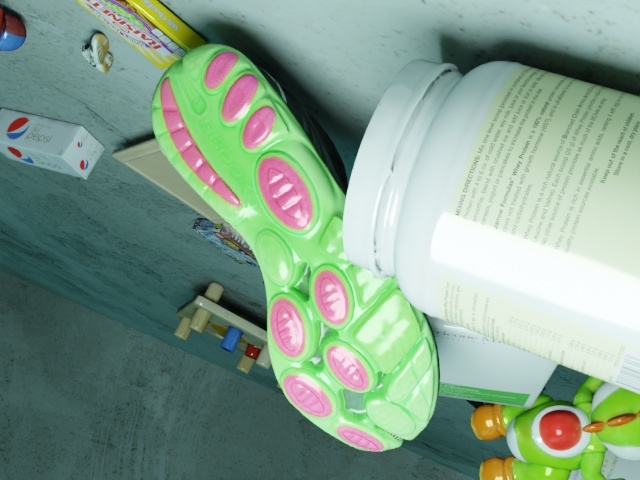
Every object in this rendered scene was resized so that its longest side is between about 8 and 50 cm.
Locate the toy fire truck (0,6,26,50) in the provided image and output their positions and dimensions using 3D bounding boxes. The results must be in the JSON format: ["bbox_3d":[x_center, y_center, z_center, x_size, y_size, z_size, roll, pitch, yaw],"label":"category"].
[{"bbox_3d":[-0.533,-0.303,1.202,0.254,0.169,0.302,9,177,-38],"label":"toy fire truck"}]

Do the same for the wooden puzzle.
[{"bbox_3d":[-0.206,-0.098,1.476,0.221,0.044,0.239,35,165,-26],"label":"wooden puzzle"}]

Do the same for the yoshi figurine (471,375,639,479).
[{"bbox_3d":[0.415,0.276,1.347,0.362,0.203,0.203,-27,107,42],"label":"yoshi figurine"}]

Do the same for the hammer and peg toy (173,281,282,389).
[{"bbox_3d":[-0.170,0.241,2.240,0.361,0.127,0.266,30,160,-11],"label":"hammer and peg toy"}]

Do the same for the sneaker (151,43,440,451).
[{"bbox_3d":[0.000,0.000,1.007,0.482,0.185,0.202,64,-159,0],"label":"sneaker"}]

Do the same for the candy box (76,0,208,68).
[{"bbox_3d":[-0.232,-0.271,1.035,0.206,0.027,0.105,37,163,-30],"label":"candy box"}]

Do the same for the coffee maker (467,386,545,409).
[{"bbox_3d":[0.277,0.228,1.587,0.171,0.120,0.178,12,159,42],"label":"coffee maker"}]

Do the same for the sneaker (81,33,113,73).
[{"bbox_3d":[-0.295,-0.245,1.187,0.037,0.031,0.083,26,162,2],"label":"sneaker"}]

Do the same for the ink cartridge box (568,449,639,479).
[{"bbox_3d":[0.550,0.489,1.676,0.385,0.279,0.160,10,157,44],"label":"ink cartridge box"}]

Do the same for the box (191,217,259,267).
[{"bbox_3d":[-0.164,0.006,1.723,0.094,0.027,0.137,7,155,49],"label":"box"}]

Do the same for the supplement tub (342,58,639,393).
[{"bbox_3d":[0.207,-0.018,0.784,0.325,0.235,0.235,20,161,19],"label":"supplement tub"}]

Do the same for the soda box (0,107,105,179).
[{"bbox_3d":[-0.487,-0.172,1.607,0.216,0.069,0.074,14,158,32],"label":"soda box"}]

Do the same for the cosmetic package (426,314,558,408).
[{"bbox_3d":[0.210,0.099,1.196,0.197,0.155,0.365,7,160,9],"label":"cosmetic package"}]
